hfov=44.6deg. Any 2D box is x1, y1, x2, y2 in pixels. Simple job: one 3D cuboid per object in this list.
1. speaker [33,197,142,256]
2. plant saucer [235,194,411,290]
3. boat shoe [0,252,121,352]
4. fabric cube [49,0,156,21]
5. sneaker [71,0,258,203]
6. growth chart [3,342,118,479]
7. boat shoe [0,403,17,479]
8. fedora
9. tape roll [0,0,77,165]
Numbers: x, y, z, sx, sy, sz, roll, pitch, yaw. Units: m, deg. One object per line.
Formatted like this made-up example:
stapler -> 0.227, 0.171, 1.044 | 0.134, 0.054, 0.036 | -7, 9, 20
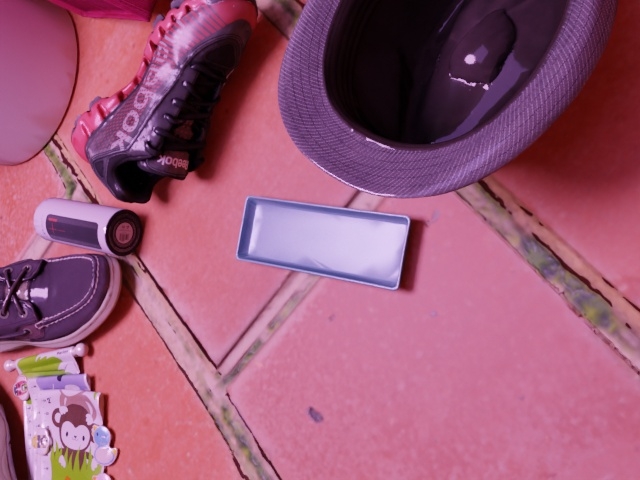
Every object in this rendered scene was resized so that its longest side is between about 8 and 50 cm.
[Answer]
speaker -> -0.272, -0.017, 0.908 | 0.136, 0.055, 0.055 | 10, 89, 36
plant saucer -> 0.000, 0.000, 0.737 | 0.192, 0.018, 0.067 | 9, 88, 35
boat shoe -> -0.355, 0.073, 0.923 | 0.285, 0.092, 0.103 | -14, 65, 33
fabric cube -> -0.282, -0.401, 0.807 | 0.259, 0.254, 0.258 | 26, 94, 54
sneaker -> -0.150, -0.141, 0.815 | 0.276, 0.097, 0.135 | -41, 62, 25
growth chart -> -0.302, 0.237, 0.911 | 0.172, 0.021, 0.237 | -21, 72, 30
boat shoe -> -0.442, 0.276, 0.919 | 0.355, 0.130, 0.132 | 48, 119, 36
fedora -> 0.109, -0.149, 0.616 | 0.243, 0.124, 0.275 | 28, 91, 33
tape roll -> -0.455, -0.230, 0.998 | 0.246, 0.169, 0.246 | -5, 80, 35
